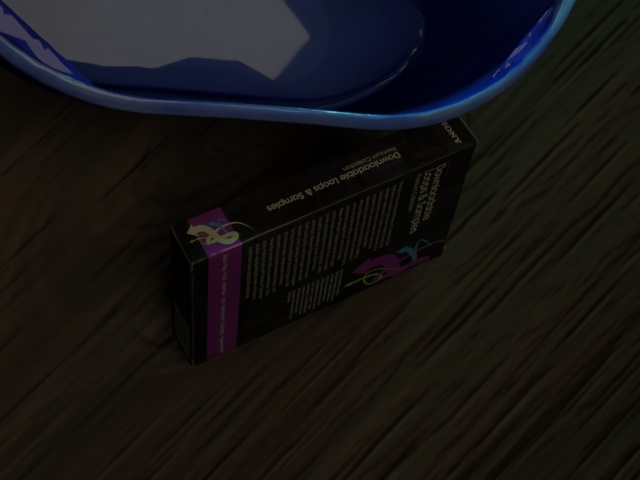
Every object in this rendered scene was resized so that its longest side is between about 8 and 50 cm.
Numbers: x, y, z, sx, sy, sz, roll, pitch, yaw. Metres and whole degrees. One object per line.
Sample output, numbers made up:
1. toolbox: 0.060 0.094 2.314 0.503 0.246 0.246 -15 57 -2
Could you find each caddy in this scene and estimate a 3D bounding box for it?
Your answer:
1. caddy: -0.033 -0.175 0.623 0.341 0.179 0.241 2 91 -20

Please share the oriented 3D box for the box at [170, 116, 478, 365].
1. box: 0.000 0.000 0.681 0.162 0.116 0.029 -22 64 -18
